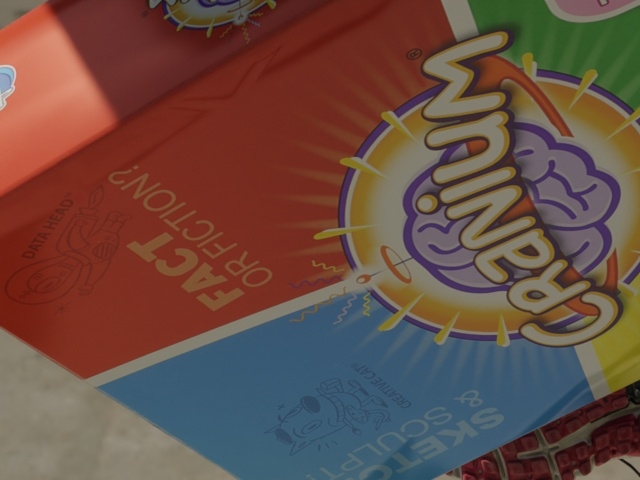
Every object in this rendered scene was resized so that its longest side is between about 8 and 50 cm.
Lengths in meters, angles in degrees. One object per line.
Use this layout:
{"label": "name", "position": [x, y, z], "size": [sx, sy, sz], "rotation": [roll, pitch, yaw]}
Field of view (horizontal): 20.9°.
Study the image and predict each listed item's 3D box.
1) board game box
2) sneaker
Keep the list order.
{"label": "board game box", "position": [0.065, -0.036, 0.544], "size": [0.316, 0.242, 0.064], "rotation": [-29, 50, 18]}
{"label": "sneaker", "position": [0.207, 0.135, 1.397], "size": [0.299, 0.121, 0.112], "rotation": [1, 7, -7]}
